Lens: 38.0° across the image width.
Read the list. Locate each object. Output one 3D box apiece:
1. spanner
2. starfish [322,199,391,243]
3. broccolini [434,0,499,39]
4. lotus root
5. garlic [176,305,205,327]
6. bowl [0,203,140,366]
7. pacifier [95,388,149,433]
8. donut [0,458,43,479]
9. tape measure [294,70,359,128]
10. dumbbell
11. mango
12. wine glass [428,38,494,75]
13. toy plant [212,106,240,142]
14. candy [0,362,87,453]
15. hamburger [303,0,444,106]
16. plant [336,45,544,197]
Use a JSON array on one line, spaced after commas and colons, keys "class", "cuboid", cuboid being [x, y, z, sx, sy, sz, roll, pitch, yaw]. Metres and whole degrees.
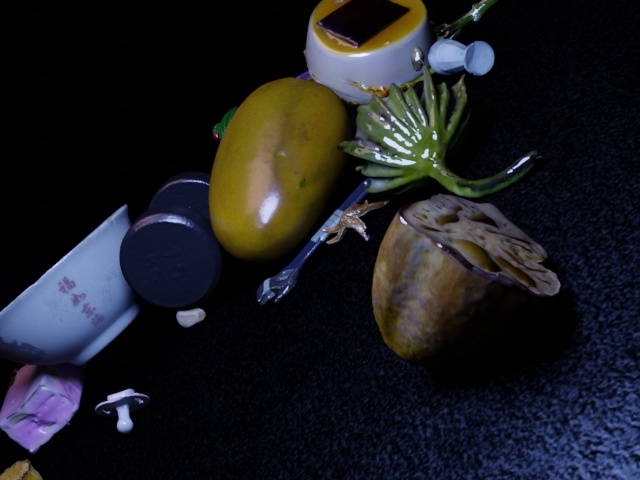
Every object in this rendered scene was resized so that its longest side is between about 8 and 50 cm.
[{"class": "spanner", "cuboid": [0.000, 0.000, 1.667, 0.316, 0.024, 0.087, -48, 21, -15]}, {"class": "starfish", "cuboid": [0.060, -0.035, 1.585, 0.133, 0.041, 0.130, -43, 20, 4]}, {"class": "broccolini", "cuboid": [0.304, -0.480, 1.998, 0.216, 0.058, 0.067, -36, 17, 18]}, {"class": "lotus root", "cuboid": [0.156, 0.066, 1.057, 0.188, 0.199, 0.180, -10, -51, -53]}, {"class": "garlic", "cuboid": [-0.258, 0.149, 1.842, 0.053, 0.041, 0.083, -26, 17, -21]}, {"class": "bowl", "cuboid": [-0.509, 0.135, 1.958, 0.435, 0.196, 0.435, -41, 9, 8]}, {"class": "pacifier", "cuboid": [-0.353, 0.312, 1.675, 0.099, 0.081, 0.078, -20, 58, 6]}, {"class": "donut", "cuboid": [-0.586, 0.492, 1.735, 0.146, 0.078, 0.181, -30, 17, 33]}, {"class": "tape measure", "cuboid": [-0.017, -0.279, 2.106, 0.231, 0.149, 0.245, -36, 28, 14]}, {"class": "dumbbell", "cuboid": [-0.282, -0.008, 1.928, 0.204, 0.204, 0.322, -39, 14, 15]}, {"class": "mango", "cuboid": [-0.081, -0.134, 1.802, 0.300, 0.232, 0.445, -30, 33, 33]}, {"class": "wine glass", "cuboid": [0.271, -0.349, 1.781, 0.073, 0.073, 0.155, -45, 23, -4]}, {"class": "toy plant", "cuboid": [-0.240, -0.328, 2.731, 0.155, 0.088, 0.240, -30, 26, -6]}, {"class": "candy", "cuboid": [-0.605, 0.330, 2.040, 0.155, 0.116, 0.265, -41, 19, 5]}, {"class": "hamburger", "cuboid": [0.106, -0.397, 1.929, 0.294, 0.179, 0.276, 33, 61, 30]}, {"class": "plant", "cuboid": [0.158, -0.139, 1.435, 0.251, 0.180, 0.333, -50, 21, 15]}]
